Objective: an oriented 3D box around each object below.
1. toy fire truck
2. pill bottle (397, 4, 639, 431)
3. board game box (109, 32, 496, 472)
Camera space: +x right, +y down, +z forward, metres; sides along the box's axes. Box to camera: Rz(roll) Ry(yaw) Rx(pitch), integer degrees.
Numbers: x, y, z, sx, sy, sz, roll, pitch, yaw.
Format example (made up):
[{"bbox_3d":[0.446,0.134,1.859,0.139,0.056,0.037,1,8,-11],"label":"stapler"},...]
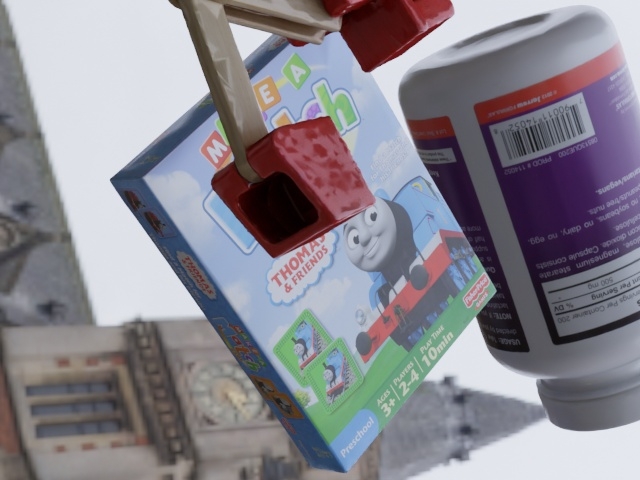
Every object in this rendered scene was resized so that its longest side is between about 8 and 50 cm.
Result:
[{"bbox_3d":[-0.016,-0.104,0.529,0.047,0.135,0.192,-31,-90,50],"label":"toy fire truck"},{"bbox_3d":[0.194,-0.015,1.051,0.181,0.181,0.323,2,-64,59],"label":"pill bottle"},{"bbox_3d":[0.000,0.000,0.728,0.039,0.160,0.211,0,-50,52],"label":"board game box"}]
